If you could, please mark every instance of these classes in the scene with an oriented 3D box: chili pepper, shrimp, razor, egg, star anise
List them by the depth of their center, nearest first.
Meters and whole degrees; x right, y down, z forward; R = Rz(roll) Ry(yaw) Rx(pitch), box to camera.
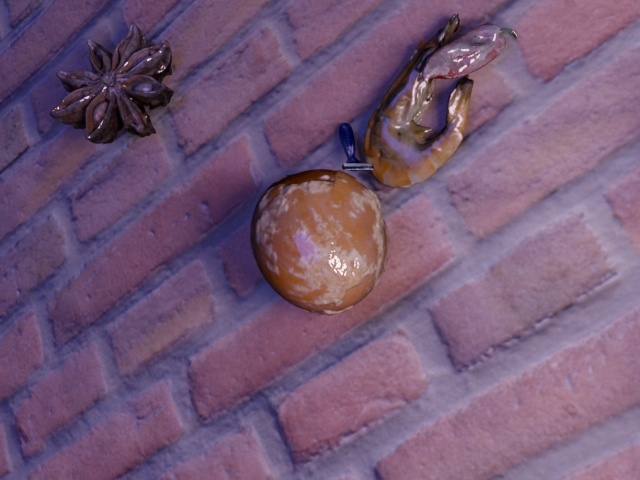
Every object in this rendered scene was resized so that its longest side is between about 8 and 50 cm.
[{"bbox_3d":[0.197,-0.252,1.321,0.153,0.041,0.050,-32,62,-10],"label":"chili pepper"},{"bbox_3d":[0.000,0.000,1.345,0.195,0.195,0.233,-47,26,18],"label":"egg"},{"bbox_3d":[0.150,-0.188,1.367,0.145,0.059,0.254,43,106,32],"label":"shrimp"},{"bbox_3d":[0.043,-0.129,1.416,0.154,0.044,0.028,-102,12,-59],"label":"razor"},{"bbox_3d":[-0.354,-0.258,1.730,0.223,0.109,0.236,-10,57,11],"label":"star anise"}]
